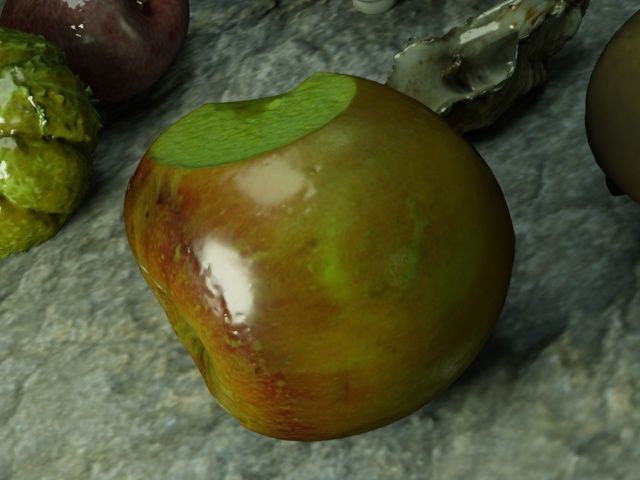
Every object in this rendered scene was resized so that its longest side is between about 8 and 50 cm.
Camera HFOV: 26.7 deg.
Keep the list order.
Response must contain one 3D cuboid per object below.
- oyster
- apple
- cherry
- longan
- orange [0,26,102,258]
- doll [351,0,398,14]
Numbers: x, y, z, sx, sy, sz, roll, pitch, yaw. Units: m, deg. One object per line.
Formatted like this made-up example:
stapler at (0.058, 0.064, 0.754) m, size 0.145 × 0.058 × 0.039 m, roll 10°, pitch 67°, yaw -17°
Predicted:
oyster at (0.202, -0.214, 1.659) m, size 0.341 × 0.110 × 0.166 m, roll -38°, pitch 41°, yaw -14°
apple at (0.000, 0.000, 1.340) m, size 0.374 × 0.374 × 0.384 m, roll -30°, pitch 56°, yaw -10°
cherry at (-0.320, -0.297, 1.857) m, size 0.307 × 0.221 × 0.261 m, roll -4°, pitch 30°, yaw 34°
longan at (0.414, -0.129, 1.360) m, size 0.297 × 0.297 × 0.297 m, roll -11°, pitch 44°, yaw 10°
orange at (-0.414, -0.118, 1.695) m, size 0.301 × 0.223 × 0.300 m, roll 6°, pitch 87°, yaw 34°
doll at (0.136, -0.402, 1.832) m, size 0.269 × 0.166 × 0.162 m, roll -7°, pitch 87°, yaw 1°
